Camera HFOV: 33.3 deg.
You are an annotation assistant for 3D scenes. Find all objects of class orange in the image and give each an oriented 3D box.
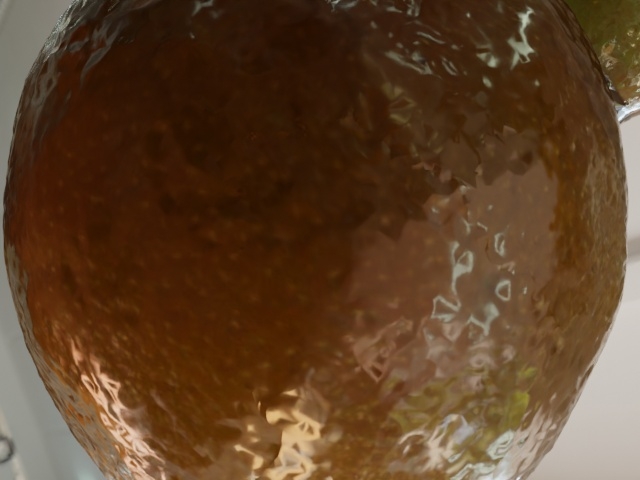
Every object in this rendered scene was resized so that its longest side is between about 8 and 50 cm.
[{"bbox_3d":[0.000,0.000,0.427,0.264,0.264,0.264,40,-40,44],"label":"orange"}]

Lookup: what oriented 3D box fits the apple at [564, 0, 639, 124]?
[{"bbox_3d":[0.173,-0.175,0.677,0.188,0.207,0.174,55,-44,0],"label":"apple"}]
